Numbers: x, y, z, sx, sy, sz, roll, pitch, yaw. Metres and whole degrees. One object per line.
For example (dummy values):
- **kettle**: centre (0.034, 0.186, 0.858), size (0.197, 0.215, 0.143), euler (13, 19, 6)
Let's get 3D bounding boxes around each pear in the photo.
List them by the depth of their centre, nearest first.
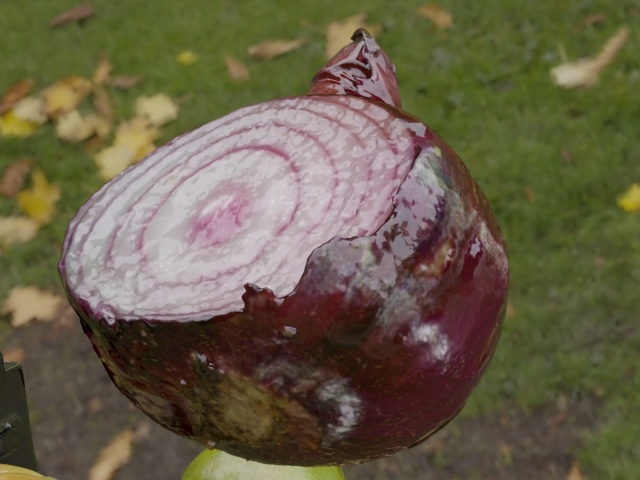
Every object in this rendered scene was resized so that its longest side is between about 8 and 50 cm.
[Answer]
- **pear**: centre (-0.083, 0.268, 1.754), size (0.216, 0.180, 0.166), euler (3, 71, -8)

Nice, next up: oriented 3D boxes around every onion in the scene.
- **onion**: centre (0.000, 0.000, 0.783), size (0.195, 0.140, 0.218), euler (-15, 37, 34)

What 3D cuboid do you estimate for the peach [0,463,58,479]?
- **peach**: centre (-0.242, 0.248, 1.224), size (0.184, 0.184, 0.184), euler (-17, 31, 11)

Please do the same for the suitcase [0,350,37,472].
- **suitcase**: centre (-0.509, 0.225, 1.741), size (0.433, 0.194, 0.283), euler (-8, 5, 16)
